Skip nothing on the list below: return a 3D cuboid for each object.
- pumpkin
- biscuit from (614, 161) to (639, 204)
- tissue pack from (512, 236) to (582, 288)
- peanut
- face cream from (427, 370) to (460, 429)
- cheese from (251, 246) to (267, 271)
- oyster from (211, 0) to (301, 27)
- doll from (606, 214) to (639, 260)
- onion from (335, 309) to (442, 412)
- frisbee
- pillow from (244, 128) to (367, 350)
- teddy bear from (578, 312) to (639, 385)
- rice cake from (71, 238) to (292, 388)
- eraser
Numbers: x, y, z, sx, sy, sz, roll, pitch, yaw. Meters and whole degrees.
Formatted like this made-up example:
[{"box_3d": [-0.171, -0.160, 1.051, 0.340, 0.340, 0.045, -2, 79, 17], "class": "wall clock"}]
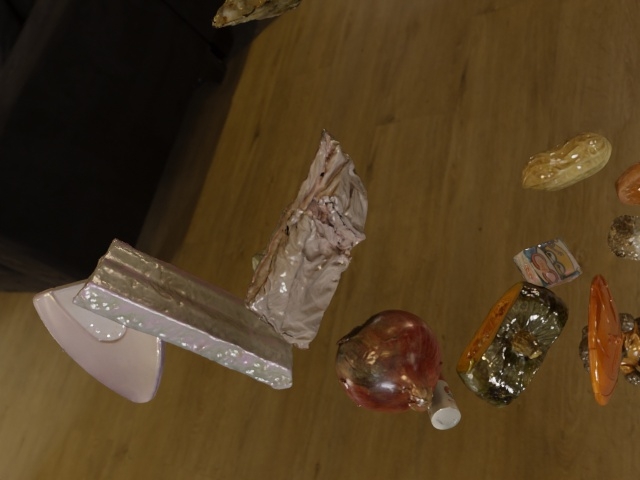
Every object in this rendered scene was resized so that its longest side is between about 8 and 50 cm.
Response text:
[{"box_3d": [0.465, 0.240, 1.394, 0.139, 0.222, 0.317, 39, 79, 4], "class": "pumpkin"}, {"box_3d": [0.581, -0.045, 0.858, 0.205, 0.324, 0.049, -35, 32, 38], "class": "biscuit"}, {"box_3d": [0.605, 0.066, 1.540, 0.115, 0.155, 0.065, 64, 148, 20], "class": "tissue pack"}, {"box_3d": [0.467, -0.147, 1.099, 0.194, 0.083, 0.093, -25, 2, -14], "class": "peanut"}, {"box_3d": [0.387, 0.514, 1.928, 0.096, 0.096, 0.214, -39, 26, 14], "class": "face cream"}, {"box_3d": [-0.056, 0.063, 1.297, 0.202, 0.175, 0.091, -36, 31, -29], "class": "cheese"}, {"box_3d": [-0.082, -0.490, 1.063, 0.294, 0.094, 0.166, -26, 72, 27], "class": "oyster"}, {"box_3d": [0.702, -0.017, 1.178, 0.221, 0.105, 0.115, -16, 40, 21], "class": "doll"}, {"box_3d": [0.216, 0.394, 1.856, 0.354, 0.354, 0.353, -20, 54, 29], "class": "onion"}, {"box_3d": [0.425, 0.145, 0.854, 0.035, 0.192, 0.192, -3, 62, 33], "class": "frisbee"}, {"box_3d": [0.000, 0.000, 0.681, 0.049, 0.135, 0.248, 7, 59, 33], "class": "pillow"}, {"box_3d": [0.710, 0.250, 1.365, 0.190, 0.140, 0.177, -7, 98, 9], "class": "teddy bear"}, {"box_3d": [-0.160, 0.097, 0.760, 0.050, 0.298, 0.106, -50, 24, 27], "class": "rice cake"}, {"box_3d": [-0.339, 0.166, 0.982, 0.204, 0.243, 0.059, -14, 22, 7], "class": "eraser"}]
